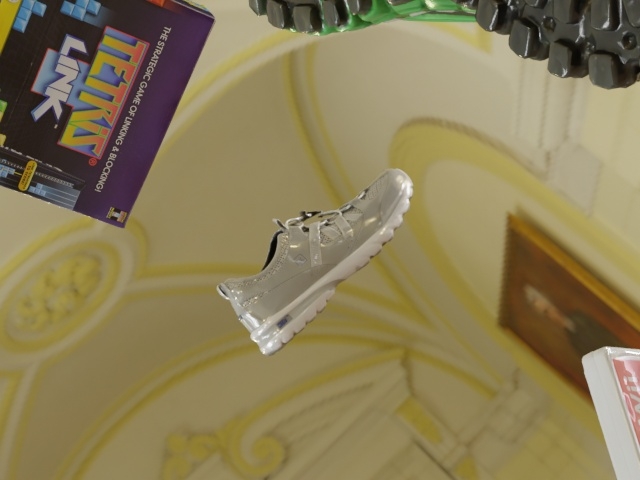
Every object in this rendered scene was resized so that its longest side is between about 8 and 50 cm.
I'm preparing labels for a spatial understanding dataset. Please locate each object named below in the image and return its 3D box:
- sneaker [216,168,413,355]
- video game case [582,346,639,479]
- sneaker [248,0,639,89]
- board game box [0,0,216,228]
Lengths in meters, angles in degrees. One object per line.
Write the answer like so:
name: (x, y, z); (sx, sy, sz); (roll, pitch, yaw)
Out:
sneaker: (0.000, 0.000, 1.381); (0.281, 0.115, 0.105); (-46, 1, -24)
video game case: (0.314, 0.182, 0.876); (0.285, 0.204, 0.025); (8, -30, -41)
sneaker: (0.072, -0.144, 0.484); (0.146, 0.344, 0.134); (-18, -57, -35)
board game box: (-0.173, -0.110, 0.834); (0.141, 0.048, 0.170); (20, -75, -21)
